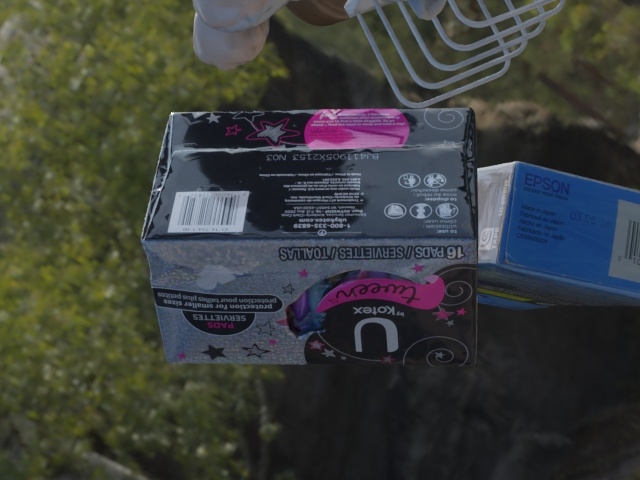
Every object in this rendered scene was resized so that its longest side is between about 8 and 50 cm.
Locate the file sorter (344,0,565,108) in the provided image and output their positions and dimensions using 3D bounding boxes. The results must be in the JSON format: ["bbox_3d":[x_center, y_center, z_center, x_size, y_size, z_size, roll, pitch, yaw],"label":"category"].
[{"bbox_3d":[0.182,-0.311,1.859,0.193,0.173,0.278,-23,-10,-19],"label":"file sorter"}]

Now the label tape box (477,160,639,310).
[{"bbox_3d":[0.206,0.003,1.538,0.333,0.240,0.106,-6,74,65],"label":"label tape box"}]

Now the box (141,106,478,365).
[{"bbox_3d":[0.000,0.000,1.157,0.163,0.247,0.142,-84,-9,-47],"label":"box"}]

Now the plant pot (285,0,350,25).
[{"bbox_3d":[0.065,-0.486,2.307,0.229,0.263,0.263,-10,51,35],"label":"plant pot"}]

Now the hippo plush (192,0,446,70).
[{"bbox_3d":[0.008,-0.267,1.422,0.294,0.236,0.234,99,179,-75],"label":"hippo plush"}]
